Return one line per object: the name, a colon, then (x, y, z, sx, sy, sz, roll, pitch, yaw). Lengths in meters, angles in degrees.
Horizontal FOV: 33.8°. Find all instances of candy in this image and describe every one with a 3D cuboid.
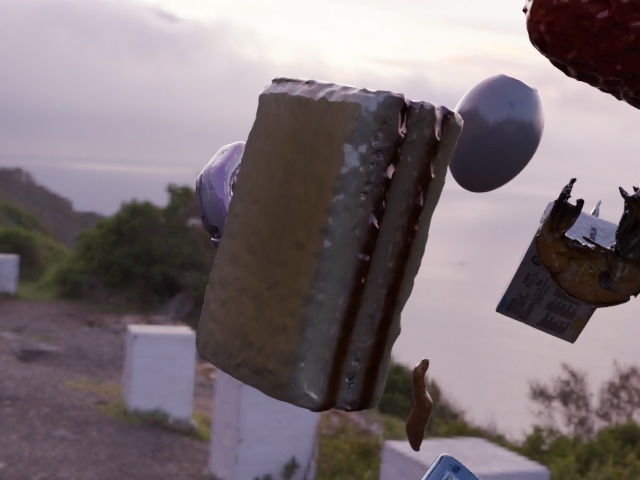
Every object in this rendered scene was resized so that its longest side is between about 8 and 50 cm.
candy: (0.000, 0.000, 1.041, 0.135, 0.321, 0.179, 11, 9, -40)

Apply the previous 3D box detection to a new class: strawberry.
strawberry: (0.281, -0.185, 0.851, 0.244, 0.205, 0.205, 1, 4, -12)

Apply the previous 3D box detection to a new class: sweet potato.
sweet potato: (0.162, 0.274, 1.707, 0.044, 0.179, 0.044, 2, 27, -1)

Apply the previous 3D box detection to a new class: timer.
timer: (-0.120, -0.040, 1.640, 0.069, 0.208, 0.191, -12, 25, 21)

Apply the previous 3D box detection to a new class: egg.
egg: (0.331, -0.200, 2.014, 0.176, 0.232, 0.176, 19, 12, -4)

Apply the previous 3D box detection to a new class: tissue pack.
tissue pack: (0.432, 0.042, 1.859, 0.159, 0.229, 0.145, 22, 44, 5)

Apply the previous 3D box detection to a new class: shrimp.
shrimp: (0.403, -0.024, 1.490, 0.178, 0.289, 0.075, 10, 45, 2)

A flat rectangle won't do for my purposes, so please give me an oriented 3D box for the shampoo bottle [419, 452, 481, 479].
shampoo bottle: (0.118, 0.404, 1.361, 0.104, 0.258, 0.061, 43, -21, 1)
